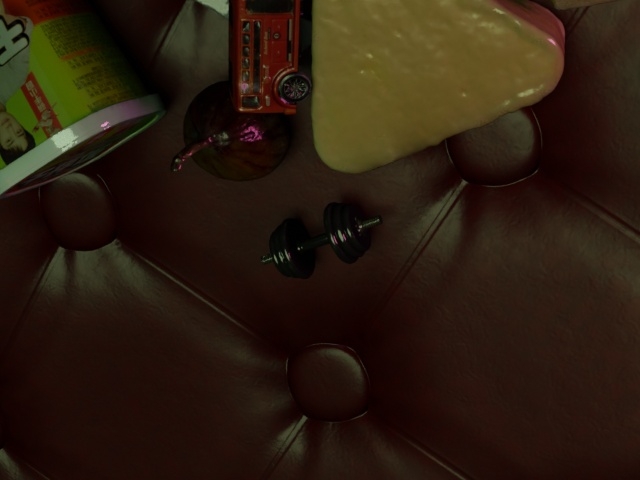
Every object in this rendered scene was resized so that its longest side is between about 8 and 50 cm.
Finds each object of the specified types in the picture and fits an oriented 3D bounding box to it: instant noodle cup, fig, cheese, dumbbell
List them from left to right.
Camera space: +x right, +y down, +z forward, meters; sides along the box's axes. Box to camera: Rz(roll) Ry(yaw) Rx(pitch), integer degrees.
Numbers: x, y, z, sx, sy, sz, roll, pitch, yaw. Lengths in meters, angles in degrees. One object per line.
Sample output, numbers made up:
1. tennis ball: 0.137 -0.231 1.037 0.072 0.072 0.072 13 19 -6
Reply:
1. instant noodle cup: -0.431 -0.260 1.969 0.294 0.294 0.308 -29 92 26
2. fig: -0.141 -0.167 1.951 0.148 0.202 0.149 -45 56 14
3. dumbbell: 0.000 0.000 1.998 0.208 0.099 0.099 -19 103 24
4. cheese: 0.110 -0.300 1.809 0.383 0.104 0.384 6 121 9

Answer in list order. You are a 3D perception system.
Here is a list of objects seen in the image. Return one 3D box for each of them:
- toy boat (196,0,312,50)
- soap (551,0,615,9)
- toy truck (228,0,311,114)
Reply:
1. toy boat: -0.095 -0.430 1.866 0.276 0.111 0.294 16 108 -4
2. soap: 0.408 -0.429 1.594 0.335 0.293 0.156 -7 69 21
3. toy truck: -0.073 -0.303 1.799 0.114 0.107 0.253 -4 123 -9
